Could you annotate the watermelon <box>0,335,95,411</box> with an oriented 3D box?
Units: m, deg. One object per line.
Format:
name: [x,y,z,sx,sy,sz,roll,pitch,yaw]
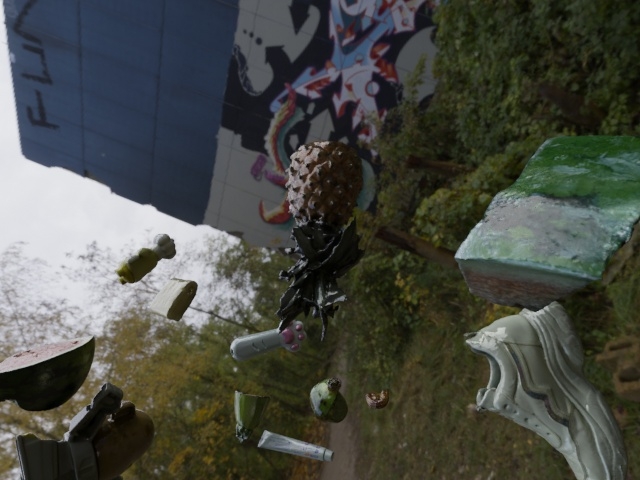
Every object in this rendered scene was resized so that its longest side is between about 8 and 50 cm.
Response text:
watermelon: [-0.590,0.301,0.952,0.303,0.159,0.128,-145,46,-87]

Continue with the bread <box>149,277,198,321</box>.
bread: [-0.455,0.182,1.331,0.178,0.060,0.139,-1,52,54]

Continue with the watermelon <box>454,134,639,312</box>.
watermelon: [0.322,-0.016,0.633,0.264,0.151,0.302,-49,-20,-21]

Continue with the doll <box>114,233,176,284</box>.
doll: [-0.425,0.045,1.050,0.162,0.062,0.106,-41,-14,-33]

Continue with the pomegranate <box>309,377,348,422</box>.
pomegranate: [0.022,0.533,1.453,0.143,0.122,0.169,-56,-42,-47]

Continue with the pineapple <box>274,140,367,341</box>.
pineapple: [0.003,0.000,0.796,0.165,0.165,0.365,103,171,-73]

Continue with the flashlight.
flashlight: [-0.135,0.262,1.113,0.047,0.200,0.093,153,102,-81]

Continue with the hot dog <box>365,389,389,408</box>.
hot dog: [0.242,0.665,1.793,0.147,0.099,0.065,51,-154,-75]

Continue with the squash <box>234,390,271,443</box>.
squash: [-0.199,0.491,1.176,0.105,0.105,0.132,105,175,-68]

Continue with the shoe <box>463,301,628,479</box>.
shoe: [0.396,0.298,0.793,0.132,0.210,0.342,56,-163,-74]

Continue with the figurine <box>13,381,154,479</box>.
figurine: [-0.540,0.498,1.013,0.285,0.167,0.342,-11,-37,-39]

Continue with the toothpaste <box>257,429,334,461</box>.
toothpaste: [-0.068,0.569,1.177,0.052,0.218,0.033,-62,-31,-47]
